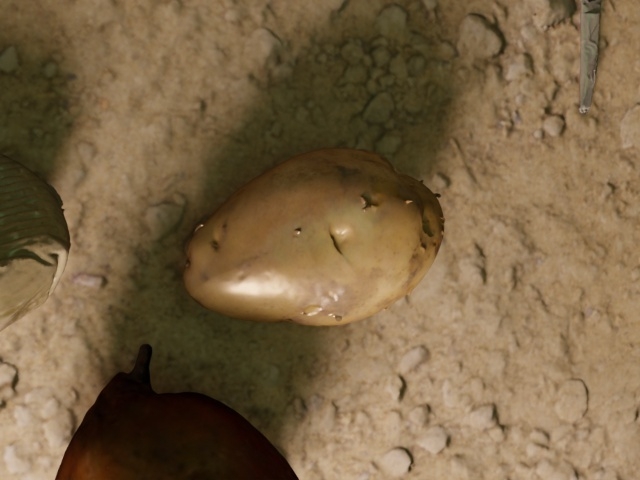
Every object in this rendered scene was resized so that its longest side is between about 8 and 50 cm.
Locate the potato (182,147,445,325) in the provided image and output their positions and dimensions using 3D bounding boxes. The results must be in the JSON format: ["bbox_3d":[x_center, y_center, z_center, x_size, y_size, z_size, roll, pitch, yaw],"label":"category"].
[{"bbox_3d":[-0.001,-0.005,0.822,0.234,0.128,0.161,4,88,-12],"label":"potato"}]

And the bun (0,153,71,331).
[{"bbox_3d":[-0.291,0.013,0.740,0.173,0.113,0.167,14,49,-7],"label":"bun"}]

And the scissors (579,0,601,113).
[{"bbox_3d":[0.277,-0.237,0.947,0.110,0.021,0.212,1,93,-15],"label":"scissors"}]

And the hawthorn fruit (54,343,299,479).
[{"bbox_3d":[-0.124,0.210,0.776,0.208,0.208,0.248,-21,83,-15],"label":"hawthorn fruit"}]
